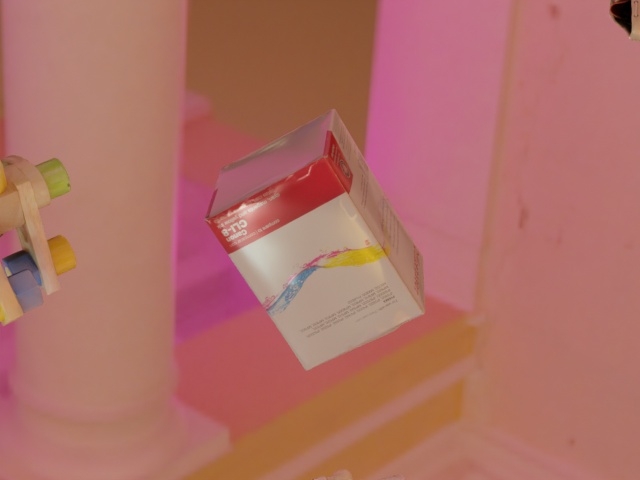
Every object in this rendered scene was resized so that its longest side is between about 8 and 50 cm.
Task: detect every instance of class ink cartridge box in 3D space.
[{"bbox_3d":[0.000,0.000,1.421,0.127,0.176,0.128,-28,-161,14],"label":"ink cartridge box"}]

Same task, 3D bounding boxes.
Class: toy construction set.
[{"bbox_3d":[-0.280,-0.112,1.182,0.151,0.327,0.215,-11,-160,-27],"label":"toy construction set"}]

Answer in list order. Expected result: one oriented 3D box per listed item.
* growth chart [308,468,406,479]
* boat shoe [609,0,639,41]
[{"bbox_3d":[0.001,0.181,1.028,0.172,0.021,0.237,-13,-179,-21],"label":"growth chart"},{"bbox_3d":[0.286,-0.211,1.436,0.043,0.049,0.137,-4,-153,-5],"label":"boat shoe"}]
